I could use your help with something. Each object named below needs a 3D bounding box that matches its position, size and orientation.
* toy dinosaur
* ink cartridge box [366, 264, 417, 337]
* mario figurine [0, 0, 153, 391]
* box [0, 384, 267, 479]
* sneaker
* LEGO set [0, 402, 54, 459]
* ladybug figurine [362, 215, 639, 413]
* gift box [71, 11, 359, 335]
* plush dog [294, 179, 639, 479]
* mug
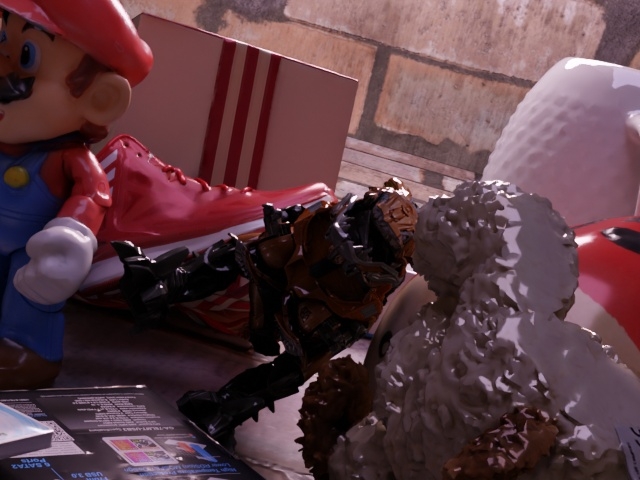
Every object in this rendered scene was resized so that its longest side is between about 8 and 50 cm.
[{"bbox_3d":[-0.018,0.052,0.871,0.218,0.322,0.164,-25,61,-20],"label":"toy dinosaur"},{"bbox_3d":[0.069,0.047,1.344,0.148,0.086,0.203,14,12,-7],"label":"ink cartridge box"},{"bbox_3d":[-0.238,-0.057,0.850,0.198,0.321,0.170,15,11,2],"label":"mario figurine"},{"bbox_3d":[-0.136,0.161,0.577,0.295,0.073,0.293,5,16,-43],"label":"box"},{"bbox_3d":[-0.103,-0.042,0.953,0.221,0.128,0.087,-17,-11,-17],"label":"sneaker"},{"bbox_3d":[-0.273,0.067,0.547,0.182,0.060,0.244,17,11,33],"label":"LEGO set"},{"bbox_3d":[0.197,0.074,0.960,0.305,0.162,0.449,-11,0,35],"label":"ladybug figurine"},{"bbox_3d":[-0.128,-0.052,1.112,0.255,0.258,0.276,14,-4,-17],"label":"gift box"},{"bbox_3d":[0.096,0.133,0.683,0.262,0.225,0.210,42,45,10],"label":"plush dog"},{"bbox_3d":[0.314,-0.025,1.304,0.276,0.328,0.374,15,6,-3],"label":"mug"}]
